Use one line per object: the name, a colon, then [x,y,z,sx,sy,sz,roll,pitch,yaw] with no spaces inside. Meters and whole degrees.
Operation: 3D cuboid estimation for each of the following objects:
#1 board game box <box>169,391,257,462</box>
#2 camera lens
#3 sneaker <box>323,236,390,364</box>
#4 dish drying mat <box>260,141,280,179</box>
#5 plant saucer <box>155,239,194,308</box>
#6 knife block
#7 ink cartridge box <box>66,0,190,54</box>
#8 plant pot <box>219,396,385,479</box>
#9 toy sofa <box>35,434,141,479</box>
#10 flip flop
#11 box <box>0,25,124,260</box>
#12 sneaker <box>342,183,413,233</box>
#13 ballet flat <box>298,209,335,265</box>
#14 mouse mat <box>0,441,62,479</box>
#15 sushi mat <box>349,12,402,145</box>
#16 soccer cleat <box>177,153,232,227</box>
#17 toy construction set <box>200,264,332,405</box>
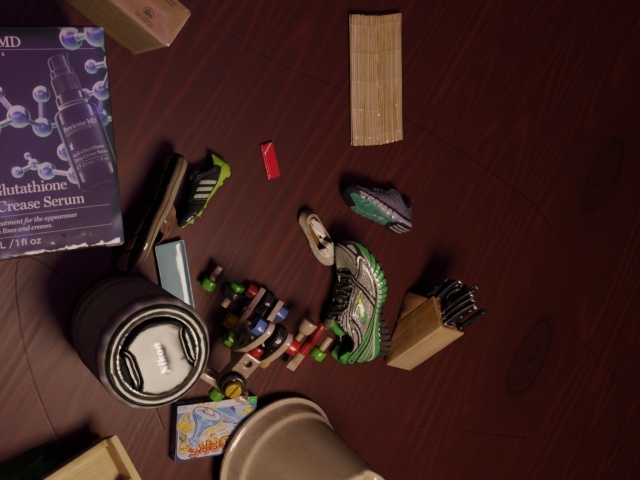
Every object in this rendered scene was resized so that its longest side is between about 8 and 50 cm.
board game box: [-0.248,0.432,1.767,0.201,0.035,0.136,-1,100,-32]
camera lens: [-0.363,0.194,1.507,0.219,0.274,0.219,-7,103,-31]
sneaker: [0.079,0.156,1.854,0.146,0.134,0.343,-18,112,-26]
dish drying mat: [-0.115,-0.184,1.744,0.032,0.008,0.083,-22,110,-28]
plant saucer: [-0.320,0.096,1.668,0.067,0.018,0.192,-15,108,-29]
knife block: [0.303,0.226,1.946,0.088,0.242,0.275,19,89,-32]
ink cartridge box: [-0.386,-0.458,1.411,0.235,0.193,0.088,37,77,-32]
plant pot: [-0.015,0.578,1.756,0.334,0.305,0.334,-13,112,-36]
toy sofa: [-0.546,0.547,1.507,0.362,0.177,0.150,-30,93,-41]
flip flop: [-0.342,-0.050,1.584,0.080,0.112,0.277,34,75,-47]
box: [-0.539,-0.178,1.363,0.293,0.212,0.395,-10,104,-29]
sneaker: [0.144,-0.104,1.896,0.224,0.083,0.098,31,59,-35]
ballet flat: [0.000,0.000,1.825,0.057,0.052,0.168,-44,119,-19]
mouse mat: [-0.623,0.518,1.570,0.190,0.007,0.152,-22,110,-28]
sushi mat: [0.136,-0.392,1.852,0.151,0.019,0.316,-9,105,-31]
soccer cleat: [-0.265,-0.108,1.642,0.072,0.060,0.179,41,71,-21]
toy construction set: [-0.144,0.253,1.717,0.309,0.257,0.237,27,102,-43]
